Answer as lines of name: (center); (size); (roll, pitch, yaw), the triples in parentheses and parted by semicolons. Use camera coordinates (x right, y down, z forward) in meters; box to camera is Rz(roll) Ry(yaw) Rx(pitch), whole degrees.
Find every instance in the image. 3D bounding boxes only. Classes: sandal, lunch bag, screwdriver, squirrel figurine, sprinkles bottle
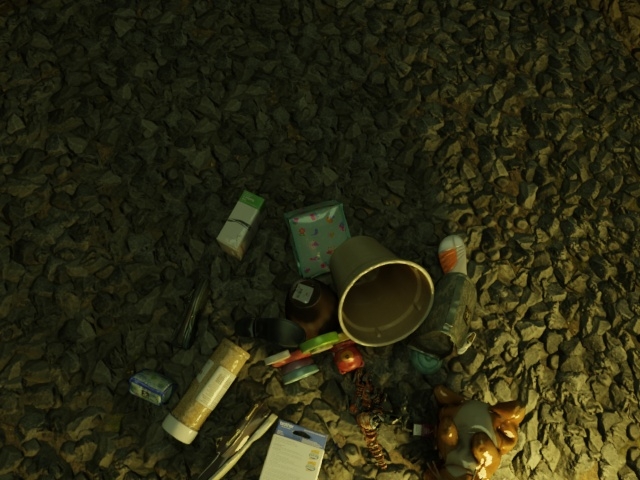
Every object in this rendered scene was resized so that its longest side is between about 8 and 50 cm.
sandal: (0.514, 0.110, 1.985); (0.102, 0.076, 0.265); (-9, 94, 8)
lunch bag: (0.438, 0.265, 1.801); (0.169, 0.287, 0.235); (23, 65, 4)
lunch bag: (0.000, 0.000, 1.935); (0.224, 0.160, 0.262); (-18, 107, -9)
screwdriver: (0.046, 0.697, 1.797); (0.024, 0.025, 0.169); (-26, 67, -10)
squirrel figurine: (0.457, 0.717, 1.615); (0.281, 0.396, 0.370); (10, 46, 20)
sprinkles bottle: (-0.389, 0.513, 1.770); (0.121, 0.121, 0.355); (33, 73, 7)
lunch bag: (-0.571, 0.498, 1.747); (0.129, 0.151, 0.096); (24, 72, 3)

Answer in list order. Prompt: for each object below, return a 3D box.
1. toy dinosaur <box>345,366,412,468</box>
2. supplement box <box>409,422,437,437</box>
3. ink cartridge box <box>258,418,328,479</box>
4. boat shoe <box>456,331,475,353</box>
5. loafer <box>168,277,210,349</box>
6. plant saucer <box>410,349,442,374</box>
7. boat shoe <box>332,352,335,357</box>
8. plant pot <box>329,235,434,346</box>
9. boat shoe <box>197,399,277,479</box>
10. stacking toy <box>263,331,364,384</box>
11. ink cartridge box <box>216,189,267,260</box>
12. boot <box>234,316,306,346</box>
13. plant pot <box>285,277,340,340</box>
toy dinosaur: (0.201, 0.605, 1.790); (0.219, 0.164, 0.321); (-9, 91, 9)
supplement box: (0.360, 0.665, 1.802); (0.084, 0.055, 0.043); (6, 72, -1)
ink cartridge box: (-0.105, 0.784, 1.733); (0.186, 0.065, 0.310); (17, 74, 2)
boat shoe: (0.544, 0.381, 1.914); (0.035, 0.035, 0.100); (43, 75, 9)
loafer: (-0.477, 0.257, 1.863); (0.084, 0.096, 0.267); (12, 74, 7)
plant saucer: (0.394, 0.434, 1.895); (0.120, 0.021, 0.119); (1, 72, -3)
boat shoe: (0.043, 0.367, 1.885); (0.049, 0.040, 0.142); (-24, 74, 4)
plant pot: (0.178, 0.145, 1.798); (0.334, 0.305, 0.333); (-7, 118, -14)
boat shoe: (-0.291, 0.683, 1.729); (0.097, 0.116, 0.324); (42, 71, 14)
stacking toy: (-0.019, 0.412, 1.726); (0.309, 0.279, 0.130); (-25, 74, 11)
ink cartridge box: (-0.292, -0.053, 1.934); (0.093, 0.160, 0.219); (26, 72, 6)
boot: (-0.163, 0.303, 1.792); (0.263, 0.229, 0.091); (10, 85, 8)
plant pot: (-0.038, 0.221, 1.805); (0.216, 0.230, 0.215); (-3, 65, 7)
